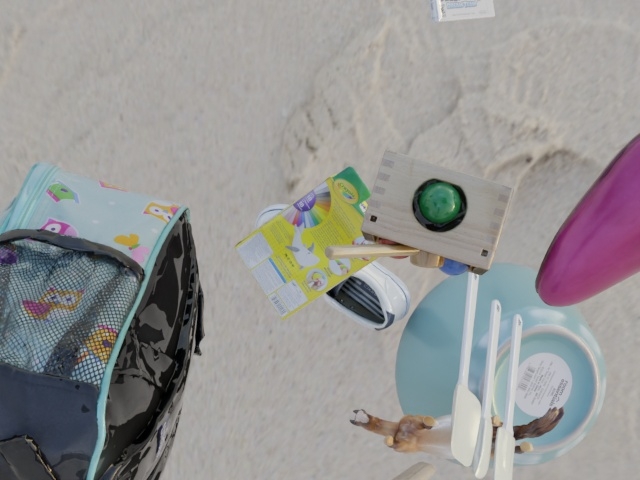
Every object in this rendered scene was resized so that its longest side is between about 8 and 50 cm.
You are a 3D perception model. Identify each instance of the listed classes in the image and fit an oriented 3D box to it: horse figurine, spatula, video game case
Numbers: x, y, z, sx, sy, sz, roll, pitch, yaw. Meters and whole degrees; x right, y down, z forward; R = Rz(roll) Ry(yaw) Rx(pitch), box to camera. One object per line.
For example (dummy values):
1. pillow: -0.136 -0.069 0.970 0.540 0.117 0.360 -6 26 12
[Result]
1. horse figurine: 0.173 0.246 1.560 0.263 0.174 0.066 0 79 -2
2. spatula: 0.192 0.160 1.385 0.019 0.168 0.242 -11 53 33
3. video game case: 0.215 -0.416 1.908 0.157 0.019 0.143 -16 99 -47

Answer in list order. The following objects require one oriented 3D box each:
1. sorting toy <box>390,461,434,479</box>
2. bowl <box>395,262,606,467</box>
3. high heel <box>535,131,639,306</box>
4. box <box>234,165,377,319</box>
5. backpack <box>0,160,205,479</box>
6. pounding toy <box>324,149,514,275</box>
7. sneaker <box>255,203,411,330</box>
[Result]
1. sorting toy: 0.023 0.228 0.665 0.038 0.193 0.208 16 87 12
2. bowl: 0.276 0.194 1.727 0.311 0.163 0.311 -2 97 -15
3. high heel: 0.350 -0.038 0.958 0.377 0.127 0.181 -45 62 14
4. box: 0.000 0.000 1.358 0.179 0.043 0.105 -34 88 31
5. backpack: -0.127 0.058 0.545 0.144 0.166 0.188 16 37 7
6. pounding toy: 0.083 -0.012 1.022 0.130 0.141 0.100 17 88 5
7. sneaker: 0.013 0.034 1.736 0.258 0.091 0.094 32 112 9
